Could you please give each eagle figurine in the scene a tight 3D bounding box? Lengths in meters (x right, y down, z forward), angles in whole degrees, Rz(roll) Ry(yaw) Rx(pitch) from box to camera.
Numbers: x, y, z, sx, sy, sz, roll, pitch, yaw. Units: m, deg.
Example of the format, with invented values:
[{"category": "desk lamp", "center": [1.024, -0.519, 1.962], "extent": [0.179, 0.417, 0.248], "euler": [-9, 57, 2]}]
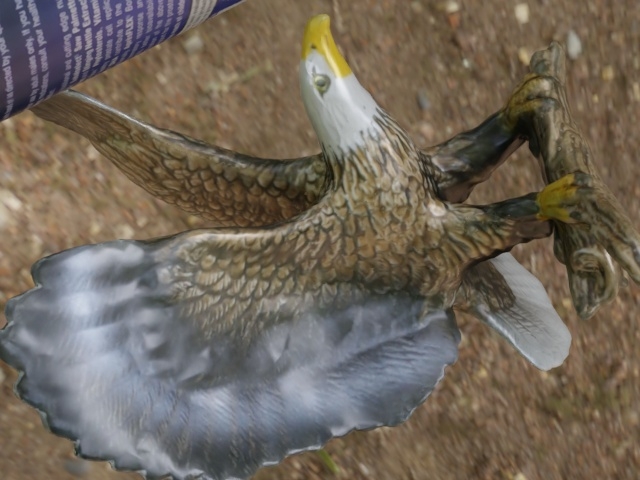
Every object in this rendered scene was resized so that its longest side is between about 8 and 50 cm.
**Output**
[{"category": "eagle figurine", "center": [-0.003, -0.011, 0.853], "extent": [0.298, 0.226, 0.225], "euler": [-16, 90, 4]}]

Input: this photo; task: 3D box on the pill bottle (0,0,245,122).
[{"category": "pill bottle", "center": [-0.110, -0.105, 0.553], "extent": [0.219, 0.123, 0.123], "euler": [-30, 63, -23]}]
